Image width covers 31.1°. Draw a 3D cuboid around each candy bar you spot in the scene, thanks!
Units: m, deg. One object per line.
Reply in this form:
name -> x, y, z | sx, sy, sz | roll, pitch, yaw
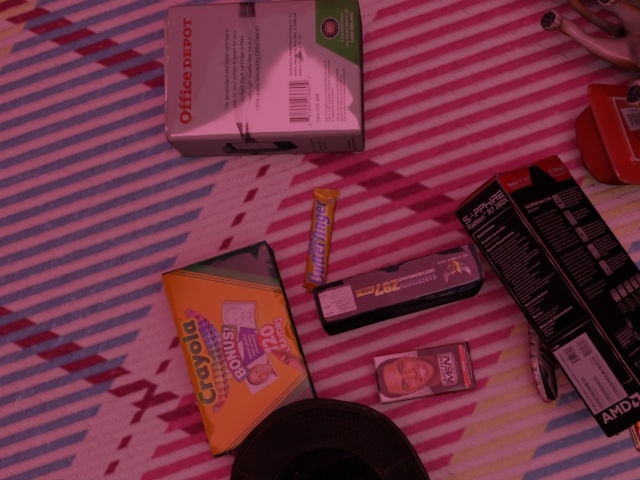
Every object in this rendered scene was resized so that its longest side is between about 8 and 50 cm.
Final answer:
candy bar -> 0.000, 0.000, 1.732 | 0.040, 0.018, 0.161 | 6, 80, 6

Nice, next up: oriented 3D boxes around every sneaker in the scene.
sneaker -> 0.338, 0.147, 1.658 | 0.075, 0.063, 0.170 | -4, 76, 10

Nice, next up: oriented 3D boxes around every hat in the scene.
hat -> 0.024, 0.373, 1.611 | 0.331, 0.134, 0.331 | 2, 95, 17

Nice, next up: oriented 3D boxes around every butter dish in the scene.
butter dish -> 0.430, -0.137, 1.677 | 0.160, 0.118, 0.159 | -2, 70, -37

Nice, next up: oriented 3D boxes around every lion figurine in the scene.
lion figurine -> 0.486, -0.241, 1.603 | 0.142, 0.240, 0.392 | -52, 43, 30

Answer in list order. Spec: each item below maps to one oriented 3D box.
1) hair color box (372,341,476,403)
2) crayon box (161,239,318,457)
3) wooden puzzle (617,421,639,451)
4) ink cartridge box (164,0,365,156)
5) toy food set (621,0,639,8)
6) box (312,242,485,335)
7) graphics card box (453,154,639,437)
hair color box -> 0.151, 0.193, 1.676 | 0.141, 0.043, 0.072 | -10, 81, 3
crayon box -> -0.113, 0.159, 1.682 | 0.165, 0.081, 0.278 | -18, 80, 1
wooden puzzle -> 0.478, 0.260, 1.654 | 0.116, 0.014, 0.078 | -25, 80, 0
ink cartridge box -> -0.081, -0.242, 1.725 | 0.289, 0.121, 0.211 | -1, 81, 4
toy food set -> 0.436, -0.454, 1.748 | 0.306, 0.092, 0.219 | 17, 80, -1
box -> 0.110, 0.073, 1.628 | 0.233, 0.183, 0.059 | -15, 80, 1
graphics card box -> 0.361, 0.066, 1.585 | 0.094, 0.233, 0.371 | -41, 78, 32
